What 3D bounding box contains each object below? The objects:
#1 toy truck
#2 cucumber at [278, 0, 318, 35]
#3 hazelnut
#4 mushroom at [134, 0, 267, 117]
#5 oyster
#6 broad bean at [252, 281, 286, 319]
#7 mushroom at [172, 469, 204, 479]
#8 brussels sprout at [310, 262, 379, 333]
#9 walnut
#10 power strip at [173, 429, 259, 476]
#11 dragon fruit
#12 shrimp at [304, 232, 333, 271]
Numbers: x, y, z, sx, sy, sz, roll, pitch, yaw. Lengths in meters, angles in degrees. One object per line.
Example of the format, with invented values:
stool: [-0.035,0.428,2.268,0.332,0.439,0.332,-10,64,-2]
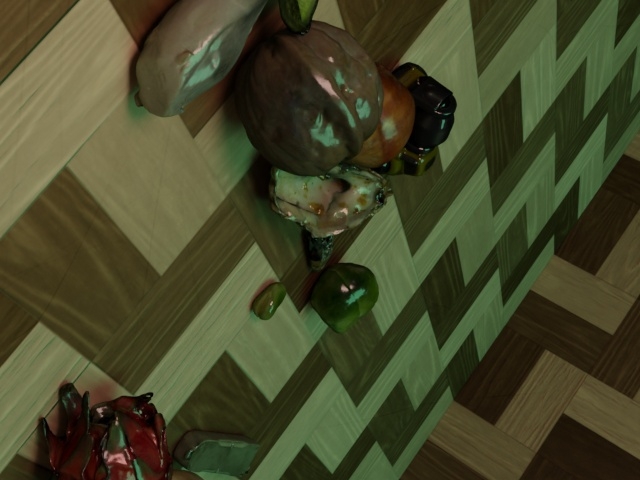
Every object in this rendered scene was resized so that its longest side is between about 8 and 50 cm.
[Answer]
toy truck: [0.167,-0.205,1.749,0.147,0.165,0.224,-43,151,-32]
cucumber: [-0.019,-0.380,1.300,0.070,0.046,0.220,40,57,-37]
hazelnut: [0.061,-0.211,1.532,0.182,0.182,0.182,-42,150,-32]
mushroom: [-0.117,-0.307,1.208,0.351,0.097,0.109,-57,157,-13]
oyster: [0.007,-0.096,1.648,0.341,0.110,0.166,-19,129,-50]
broad bean: [-0.092,0.111,1.764,0.083,0.045,0.063,-48,155,-39]
mushroom: [-0.288,0.516,1.682,0.255,0.184,0.255,-40,146,-35]
brussels sprout: [0.049,0.108,1.935,0.155,0.117,0.155,-35,164,-12]
walnut: [-0.013,-0.202,1.363,0.224,0.224,0.224,-42,150,-32]
power strip: [-0.207,0.425,1.888,0.080,0.048,0.286,-61,155,-2]
dragon fruit: [-0.320,0.332,1.440,0.192,0.193,0.274,-15,135,-20]
shrimp: [0.000,0.000,1.833,0.091,0.034,0.161,-63,164,-21]
